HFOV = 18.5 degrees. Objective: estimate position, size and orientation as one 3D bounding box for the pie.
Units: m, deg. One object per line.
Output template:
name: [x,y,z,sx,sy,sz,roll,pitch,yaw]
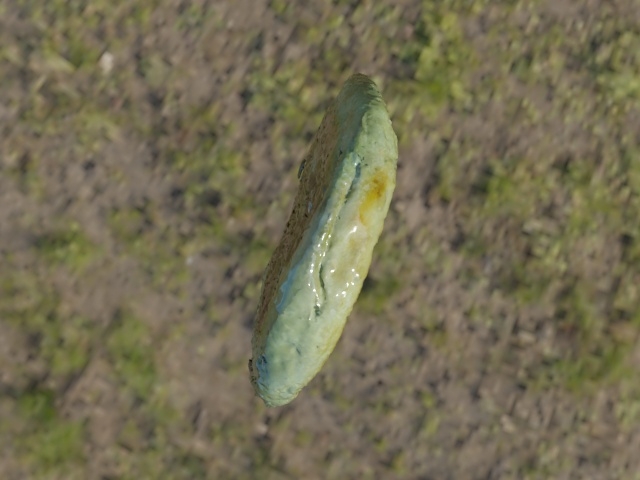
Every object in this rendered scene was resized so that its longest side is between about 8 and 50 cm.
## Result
pie: [0.000,0.001,1.614,0.067,0.302,0.302,20,135,-5]
